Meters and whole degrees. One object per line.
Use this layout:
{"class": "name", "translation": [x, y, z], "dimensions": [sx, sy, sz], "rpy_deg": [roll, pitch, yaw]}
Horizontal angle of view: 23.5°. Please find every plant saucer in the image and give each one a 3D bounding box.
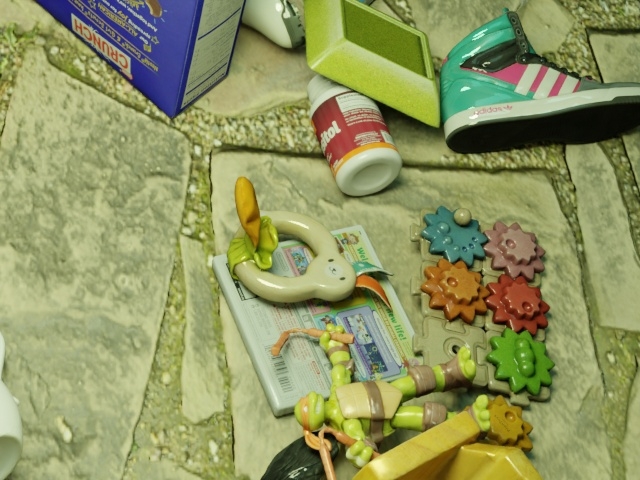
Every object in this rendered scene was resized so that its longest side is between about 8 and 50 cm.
{"class": "plant saucer", "translation": [0.073, -0.242, 1.942], "dimensions": [0.188, 0.045, 0.188], "rpy_deg": [23, 31, -17]}

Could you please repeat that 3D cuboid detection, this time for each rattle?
{"class": "rattle", "translation": [0.000, 0.000, 1.732], "dimensions": [0.200, 0.142, 0.130], "rpy_deg": [20, 33, 9]}

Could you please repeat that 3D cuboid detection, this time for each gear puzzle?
{"class": "gear puzzle", "translation": [0.192, 0.101, 1.770], "dimensions": [0.176, 0.044, 0.338], "rpy_deg": [13, 52, -16]}

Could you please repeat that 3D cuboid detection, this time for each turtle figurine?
{"class": "turtle figurine", "translation": [0.065, 0.185, 1.634], "dimensions": [0.217, 0.087, 0.269], "rpy_deg": [-4, 34, -10]}

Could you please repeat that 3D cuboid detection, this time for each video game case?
{"class": "video game case", "translation": [0.000, 0.088, 1.765], "dimensions": [0.193, 0.023, 0.212], "rpy_deg": [-13, 58, -21]}

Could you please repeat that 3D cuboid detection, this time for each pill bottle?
{"class": "pill bottle", "translation": [0.037, -0.137, 1.897], "dimensions": [0.086, 0.086, 0.152], "rpy_deg": [-10, 57, -20]}

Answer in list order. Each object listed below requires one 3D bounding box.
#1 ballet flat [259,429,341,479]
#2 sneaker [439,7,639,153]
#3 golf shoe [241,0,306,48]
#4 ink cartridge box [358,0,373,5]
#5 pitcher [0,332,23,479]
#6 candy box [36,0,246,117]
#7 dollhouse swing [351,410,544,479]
{"class": "ballet flat", "translation": [-0.033, 0.262, 1.626], "dimensions": [0.057, 0.049, 0.173], "rpy_deg": [8, 39, 38]}
{"class": "sneaker", "translation": [0.283, -0.217, 1.998], "dimensions": [0.296, 0.124, 0.178], "rpy_deg": [-6, 66, -16]}
{"class": "golf shoe", "translation": [-0.131, -0.324, 2.004], "dimensions": [0.120, 0.105, 0.273], "rpy_deg": [-43, 71, -11]}
{"class": "ink cartridge box", "translation": [0.021, -0.427, 2.104], "dimensions": [0.203, 0.086, 0.148], "rpy_deg": [34, 54, 11]}
{"class": "pitcher", "translation": [-0.373, 0.156, 1.577], "dimensions": [0.178, 0.125, 0.207], "rpy_deg": [-15, 47, -40]}
{"class": "candy box", "translation": [-0.214, -0.349, 1.847], "dimensions": [0.268, 0.317, 0.122], "rpy_deg": [41, 54, 15]}
{"class": "dollhouse swing", "translation": [0.070, 0.398, 1.403], "dimensions": [0.305, 0.315, 0.346], "rpy_deg": [-10, 55, -45]}
